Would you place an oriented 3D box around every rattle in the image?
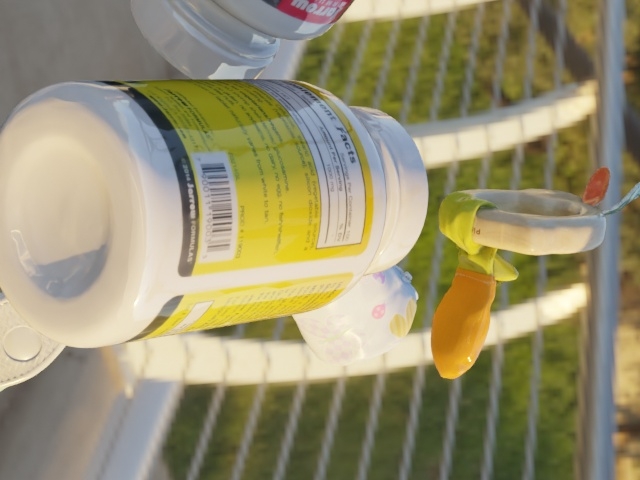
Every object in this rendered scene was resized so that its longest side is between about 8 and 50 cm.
[{"bbox_3d":[0.175,0.020,1.274,0.200,0.130,0.142,-10,93,-58],"label":"rattle"}]

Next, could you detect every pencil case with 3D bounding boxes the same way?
[{"bbox_3d":[0.000,0.000,1.591,0.113,0.124,0.273,-98,163,-50],"label":"pencil case"}]

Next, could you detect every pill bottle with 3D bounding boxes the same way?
[{"bbox_3d":[-0.018,-0.279,1.345,0.176,0.318,0.176,31,29,-20],"label":"pill bottle"},{"bbox_3d":[-0.073,-0.029,1.237,0.334,0.188,0.188,-6,90,-49],"label":"pill bottle"}]

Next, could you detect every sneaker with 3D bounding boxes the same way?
[{"bbox_3d":[-0.353,0.107,1.693,0.094,0.256,0.151,52,11,-16],"label":"sneaker"}]
